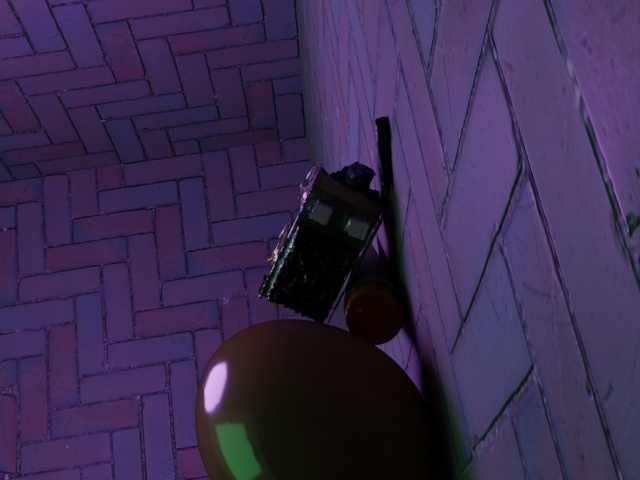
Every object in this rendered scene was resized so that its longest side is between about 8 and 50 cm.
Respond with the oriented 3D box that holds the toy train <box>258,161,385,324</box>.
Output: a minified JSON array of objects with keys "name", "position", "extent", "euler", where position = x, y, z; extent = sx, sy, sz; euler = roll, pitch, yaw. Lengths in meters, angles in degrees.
[{"name":"toy train","position":[0.000,0.000,1.366],"extent":[0.177,0.134,0.261],"euler":[-69,6,-66]}]

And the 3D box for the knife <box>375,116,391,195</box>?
[{"name":"knife","position":[0.089,-0.116,1.214],"extent":[0.031,0.018,0.121],"euler":[-100,0,-61]}]

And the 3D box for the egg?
[{"name":"egg","position":[-0.015,0.266,1.207],"extent":[0.374,0.301,0.301],"euler":[29,144,31]}]

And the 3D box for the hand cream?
[{"name":"hand cream","position":[0.077,0.091,1.415],"extent":[0.314,0.089,0.140],"euler":[-96,5,-77]}]
